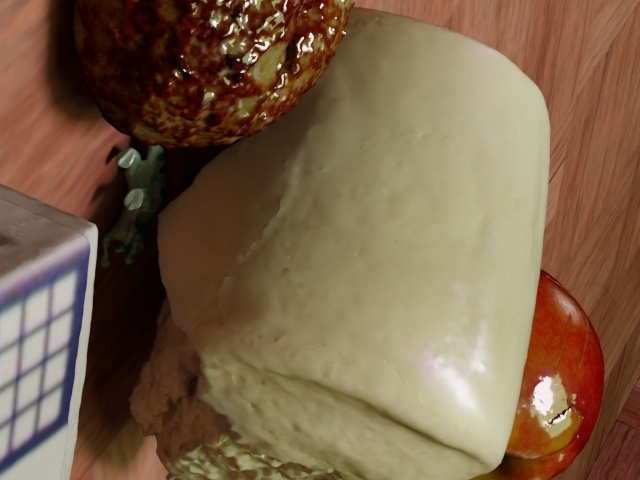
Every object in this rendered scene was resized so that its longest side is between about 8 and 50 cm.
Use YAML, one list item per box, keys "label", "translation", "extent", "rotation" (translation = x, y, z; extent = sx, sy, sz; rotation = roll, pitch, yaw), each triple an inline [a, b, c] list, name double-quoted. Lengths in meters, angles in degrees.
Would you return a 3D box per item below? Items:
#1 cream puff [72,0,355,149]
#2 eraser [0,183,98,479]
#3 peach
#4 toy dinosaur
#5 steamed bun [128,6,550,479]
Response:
- label: "cream puff"
  translation: [-0.034, -0.105, 0.594]
  extent: [0.149, 0.084, 0.149]
  rotation: [-55, 157, -38]
- label: "eraser"
  translation: [-0.175, 0.080, 0.425]
  extent: [0.279, 0.081, 0.124]
  rotation: [-37, 145, -56]
- label: "peach"
  translation: [0.119, 0.091, 1.097]
  extent: [0.197, 0.197, 0.197]
  rotation: [-53, 157, -35]
- label: "toy dinosaur"
  translation: [-0.076, -0.024, 0.670]
  extent: [0.083, 0.021, 0.062]
  rotation: [-61, 168, -6]
- label: "steamed bun"
  translation: [0.000, 0.000, 0.704]
  extent: [0.170, 0.200, 0.226]
  rotation: [28, 62, -31]
